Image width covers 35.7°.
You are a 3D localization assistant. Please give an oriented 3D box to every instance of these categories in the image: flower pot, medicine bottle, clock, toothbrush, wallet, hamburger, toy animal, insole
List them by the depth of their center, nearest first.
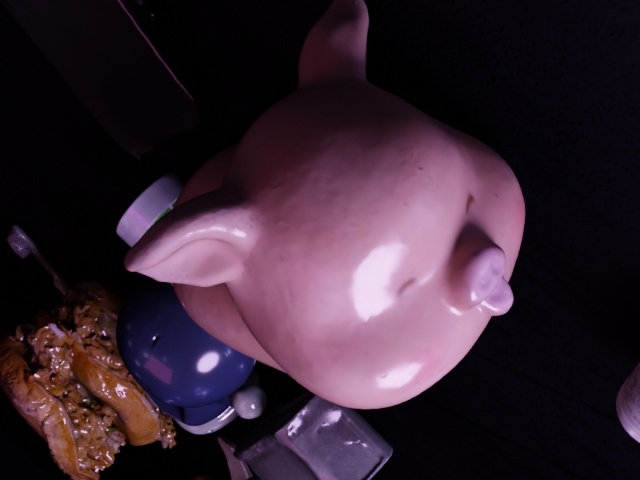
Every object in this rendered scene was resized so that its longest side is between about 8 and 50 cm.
[{"bbox_3d":[0.237,0.095,0.655,0.058,0.058,0.091,36,150,17],"label":"medicine bottle"},{"bbox_3d":[0.000,0.000,0.707,0.326,0.237,0.269,16,152,46],"label":"toy animal"},{"bbox_3d":[-0.238,-0.235,0.855,0.197,0.051,0.377,-5,126,56],"label":"wallet"},{"bbox_3d":[-0.108,0.024,0.986,0.183,0.086,0.086,42,152,5],"label":"medicine bottle"},{"bbox_3d":[-0.141,0.128,1.118,0.199,0.146,0.243,41,159,17],"label":"clock"},{"bbox_3d":[-0.013,0.239,1.129,0.108,0.103,0.229,46,152,0],"label":"flower pot"},{"bbox_3d":[-0.301,0.195,1.339,0.260,0.211,0.245,48,160,5],"label":"hamburger"},{"bbox_3d":[-0.377,0.090,1.498,0.026,0.028,0.294,11,142,48],"label":"toothbrush"},{"bbox_3d":[-0.121,0.365,1.538,0.063,0.010,0.192,23,145,35],"label":"insole"}]

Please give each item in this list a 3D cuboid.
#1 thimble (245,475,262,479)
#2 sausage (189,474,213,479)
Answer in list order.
[{"bbox_3d":[-0.032,0.407,1.277,0.235,0.198,0.143,51,154,1],"label":"thimble"},{"bbox_3d":[-0.154,0.552,1.599,0.287,0.233,0.233,34,150,17],"label":"sausage"}]
